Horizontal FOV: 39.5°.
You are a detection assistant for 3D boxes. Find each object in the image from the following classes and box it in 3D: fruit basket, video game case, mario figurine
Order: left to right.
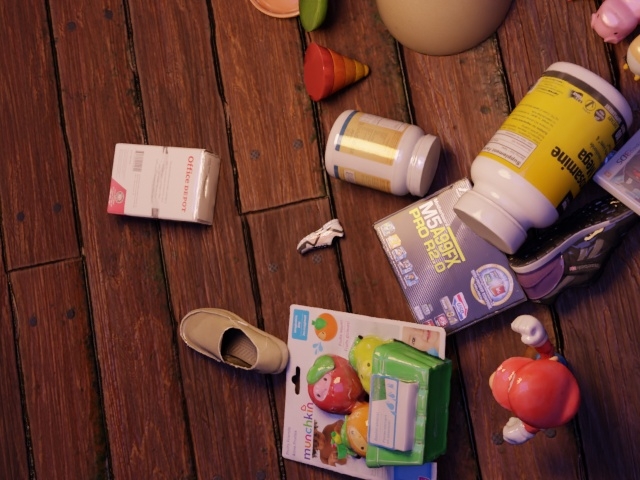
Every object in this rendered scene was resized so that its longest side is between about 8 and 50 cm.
[{"bbox_3d":[0.071,0.306,1.733,0.353,0.165,0.326,6,95,27],"label":"fruit basket"},{"bbox_3d":[0.356,0.247,1.567,0.170,0.320,0.198,-30,77,12],"label":"mario figurine"},{"bbox_3d":[0.631,-0.109,1.626,0.201,0.023,0.183,41,67,16],"label":"video game case"}]

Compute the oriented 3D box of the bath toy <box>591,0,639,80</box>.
[{"bbox_3d":[0.579,-0.409,1.667,0.348,0.151,0.129,54,136,15],"label":"bath toy"}]

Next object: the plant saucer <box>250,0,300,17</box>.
[{"bbox_3d":[-0.068,-0.575,1.924,0.200,0.037,0.199,-1,85,16],"label":"plant saucer"}]

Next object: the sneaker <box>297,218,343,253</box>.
[{"bbox_3d":[0.000,0.000,1.848,0.109,0.040,0.043,-34,78,12],"label":"sneaker"}]

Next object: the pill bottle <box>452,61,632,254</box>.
[{"bbox_3d":[0.401,-0.146,1.637,0.188,0.188,0.334,38,88,17],"label":"pill bottle"}]

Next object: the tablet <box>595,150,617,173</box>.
[{"bbox_3d":[0.525,-0.161,1.718,0.083,0.006,0.054,26,93,17],"label":"tablet"}]

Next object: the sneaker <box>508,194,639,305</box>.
[{"bbox_3d":[0.502,0.018,1.678,0.283,0.107,0.124,-30,108,3],"label":"sneaker"}]

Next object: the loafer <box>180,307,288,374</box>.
[{"bbox_3d":[-0.192,0.204,1.849,0.269,0.092,0.101,15,89,29],"label":"loafer"}]

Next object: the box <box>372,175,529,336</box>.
[{"bbox_3d":[0.253,0.041,1.755,0.216,0.060,0.270,-26,78,14],"label":"box"}]

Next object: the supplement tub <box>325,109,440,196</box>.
[{"bbox_3d":[0.125,-0.171,1.770,0.200,0.144,0.144,17,90,18],"label":"supplement tub"}]

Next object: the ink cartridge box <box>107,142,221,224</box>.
[{"bbox_3d":[-0.338,-0.123,1.938,0.218,0.092,0.158,6,87,19],"label":"ink cartridge box"}]

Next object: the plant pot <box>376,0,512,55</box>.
[{"bbox_3d":[0.228,-0.527,1.748,0.284,0.191,0.284,-2,84,18],"label":"plant pot"}]

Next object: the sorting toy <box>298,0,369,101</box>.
[{"bbox_3d":[0.031,-0.473,1.842,0.126,0.127,0.365,-5,91,-19],"label":"sorting toy"}]
